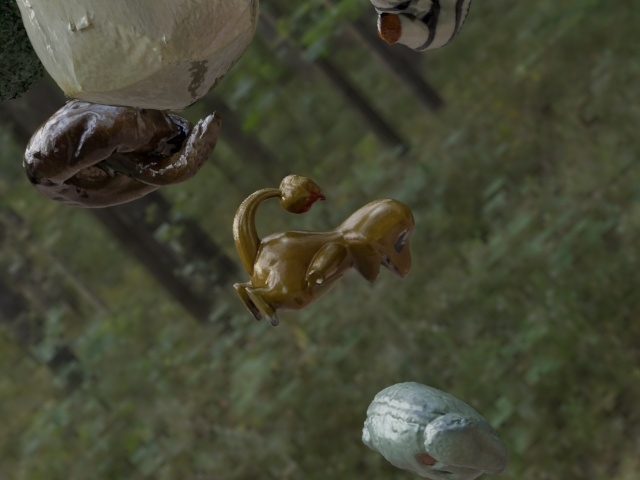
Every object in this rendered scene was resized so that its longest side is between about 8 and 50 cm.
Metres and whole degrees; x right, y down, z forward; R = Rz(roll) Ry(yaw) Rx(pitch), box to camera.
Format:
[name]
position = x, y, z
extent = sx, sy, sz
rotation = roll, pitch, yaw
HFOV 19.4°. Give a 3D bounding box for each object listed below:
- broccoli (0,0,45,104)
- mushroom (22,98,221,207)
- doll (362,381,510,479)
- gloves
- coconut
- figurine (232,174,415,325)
[broccoli]
position = -0.376, -0.243, 1.909
extent = 0.270, 0.270, 0.270
rotation = -34, 41, 48
[mushroom]
position = -0.152, -0.076, 1.472
extent = 0.170, 0.080, 0.135
rotation = -8, -9, 26
[doll]
position = 0.092, 0.156, 1.520
extent = 0.214, 0.103, 0.071
rotation = 165, 123, -72
[gloves]
position = 0.120, -0.321, 2.358
extent = 0.140, 0.131, 0.219
rotation = -42, -29, 13
[coconut]
position = -0.116, -0.158, 1.204
extent = 0.161, 0.162, 0.161
rotation = -24, 11, 5
[figurine]
position = 0.000, -0.004, 1.696
extent = 0.176, 0.122, 0.121
rotation = -19, 4, -16
